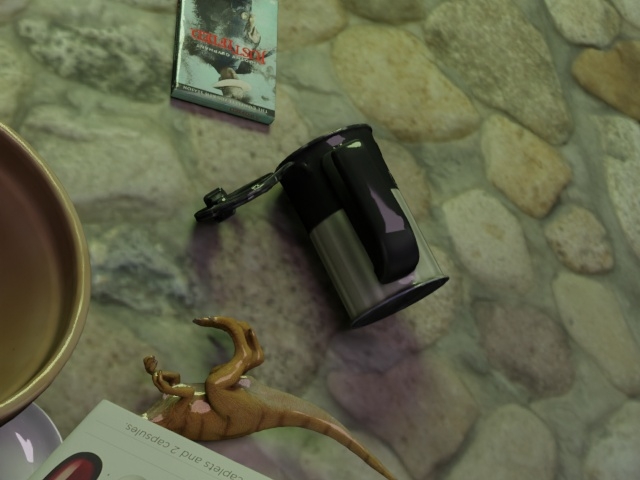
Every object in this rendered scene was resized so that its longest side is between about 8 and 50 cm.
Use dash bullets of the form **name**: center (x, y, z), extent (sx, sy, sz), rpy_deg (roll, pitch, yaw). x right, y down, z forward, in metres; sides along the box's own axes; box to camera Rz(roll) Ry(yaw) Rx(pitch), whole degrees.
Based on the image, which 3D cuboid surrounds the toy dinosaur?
- **toy dinosaur**: center (-0.055, 0.110, 0.856), extent (0.211, 0.064, 0.112), rpy_deg (3, 82, -19)

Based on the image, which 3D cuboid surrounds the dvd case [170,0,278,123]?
- **dvd case**: center (-0.075, -0.155, 1.003), extent (0.087, 0.013, 0.119), rpy_deg (15, 60, -23)

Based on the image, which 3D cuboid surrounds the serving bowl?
- **serving bowl**: center (-0.196, 0.134, 0.763), extent (0.083, 0.027, 0.083), rpy_deg (31, 42, -32)

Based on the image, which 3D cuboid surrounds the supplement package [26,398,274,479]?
- **supplement package**: center (-0.037, 0.237, 0.626), extent (0.262, 0.204, 0.145), rpy_deg (20, 47, 25)

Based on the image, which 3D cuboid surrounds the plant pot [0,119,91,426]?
- **plant pot**: center (-0.262, 0.025, 0.727), extent (0.237, 0.110, 0.237), rpy_deg (19, 51, -25)

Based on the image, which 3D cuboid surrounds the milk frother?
- **milk frother**: center (0.000, 0.000, 0.925), extent (0.143, 0.129, 0.134), rpy_deg (-28, 78, 6)
